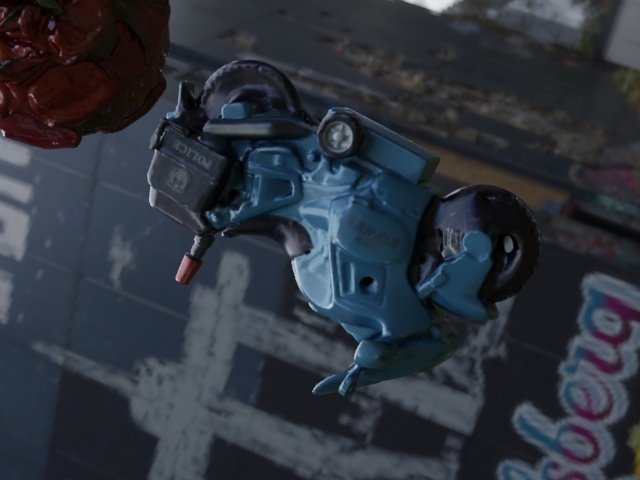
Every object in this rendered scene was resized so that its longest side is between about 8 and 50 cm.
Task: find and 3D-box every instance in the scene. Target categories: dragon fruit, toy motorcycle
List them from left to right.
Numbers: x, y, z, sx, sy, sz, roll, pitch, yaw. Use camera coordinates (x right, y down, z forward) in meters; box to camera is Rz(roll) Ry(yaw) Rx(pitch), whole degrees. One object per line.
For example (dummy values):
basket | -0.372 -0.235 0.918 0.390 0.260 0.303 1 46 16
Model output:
dragon fruit | -0.231 -0.194 1.192 0.293 0.234 0.233 -2 -68 -84
toy motorcycle | 0.000 0.000 0.891 0.182 0.272 0.123 -63 -14 13
